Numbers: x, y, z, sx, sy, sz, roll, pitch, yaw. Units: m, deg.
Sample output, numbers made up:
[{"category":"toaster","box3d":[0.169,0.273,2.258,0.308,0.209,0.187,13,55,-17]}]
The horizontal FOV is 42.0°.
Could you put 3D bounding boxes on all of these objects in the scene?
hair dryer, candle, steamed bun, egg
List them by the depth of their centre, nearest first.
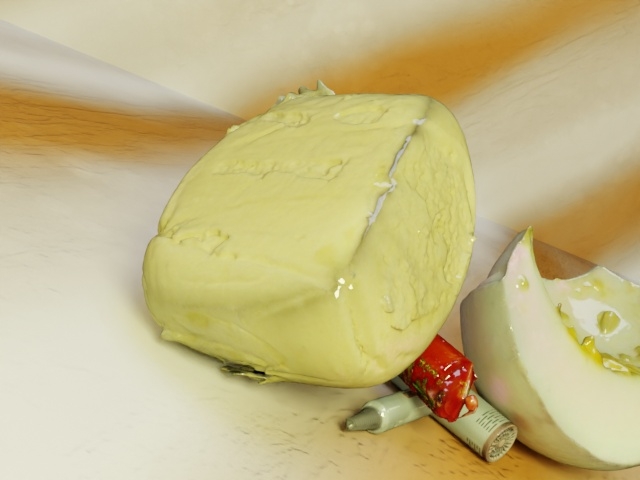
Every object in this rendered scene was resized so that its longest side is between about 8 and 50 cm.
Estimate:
[{"category":"steamed bun","box3d":[0.000,0.000,0.670,0.232,0.273,0.166,-2,-48,31]},{"category":"candle","box3d":[0.086,0.100,0.684,0.052,0.052,0.131,16,18,-39]},{"category":"hair dryer","box3d":[0.058,0.129,0.702,0.183,0.044,0.155,10,18,-45]},{"category":"egg","box3d":[0.222,0.114,0.801,0.271,0.206,0.162,9,-18,-32]}]
